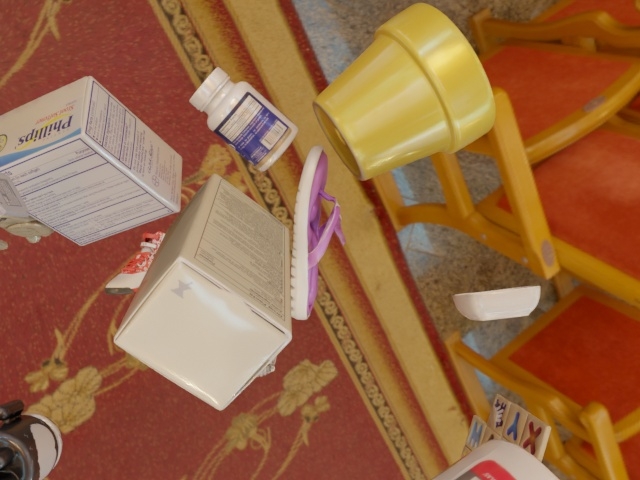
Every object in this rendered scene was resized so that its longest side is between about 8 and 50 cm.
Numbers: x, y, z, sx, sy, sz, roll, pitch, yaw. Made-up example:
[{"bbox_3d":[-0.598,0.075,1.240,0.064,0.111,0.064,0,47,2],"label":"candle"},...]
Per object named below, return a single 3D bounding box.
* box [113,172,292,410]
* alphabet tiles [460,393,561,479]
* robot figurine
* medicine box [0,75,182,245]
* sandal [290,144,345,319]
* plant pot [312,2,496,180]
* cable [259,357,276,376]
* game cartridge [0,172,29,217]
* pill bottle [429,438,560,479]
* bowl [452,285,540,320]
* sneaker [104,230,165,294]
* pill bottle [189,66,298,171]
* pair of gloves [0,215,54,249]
[{"bbox_3d":[-0.124,0.042,0.764,0.148,0.311,0.121,38,105,-15],"label":"box"},{"bbox_3d":[0.268,0.429,0.993,0.011,0.285,0.342,17,90,-10],"label":"alphabet tiles"},{"bbox_3d":[-0.706,0.499,1.444,0.174,0.278,0.209,30,88,0],"label":"robot figurine"},{"bbox_3d":[-0.465,-0.143,1.249,0.263,0.149,0.289,-17,147,19],"label":"medicine box"},{"bbox_3d":[0.002,-0.010,1.294,0.102,0.169,0.416,9,129,4],"label":"sandal"},{"bbox_3d":[0.127,-0.234,1.081,0.239,0.254,0.254,-32,117,-3],"label":"plant pot"},{"bbox_3d":[-0.135,0.190,1.478,0.089,0.257,0.257,9,69,-2],"label":"cable"},{"bbox_3d":[-0.493,-0.071,0.974,0.017,0.083,0.056,-39,164,13],"label":"game cartridge"},{"bbox_3d":[0.058,0.304,0.458,0.318,0.176,0.176,-30,116,-12],"label":"pill bottle"},{"bbox_3d":[0.327,0.118,1.171,0.142,0.142,0.053,-6,86,-4],"label":"bowl"},{"bbox_3d":[-0.490,0.054,1.724,0.270,0.090,0.145,-20,109,-58],"label":"sneaker"},{"bbox_3d":[-0.144,-0.227,1.166,0.187,0.112,0.112,40,82,-14],"label":"pill bottle"},{"bbox_3d":[-0.697,-0.028,1.338,0.240,0.204,0.042,-10,75,13],"label":"pair of gloves"}]
